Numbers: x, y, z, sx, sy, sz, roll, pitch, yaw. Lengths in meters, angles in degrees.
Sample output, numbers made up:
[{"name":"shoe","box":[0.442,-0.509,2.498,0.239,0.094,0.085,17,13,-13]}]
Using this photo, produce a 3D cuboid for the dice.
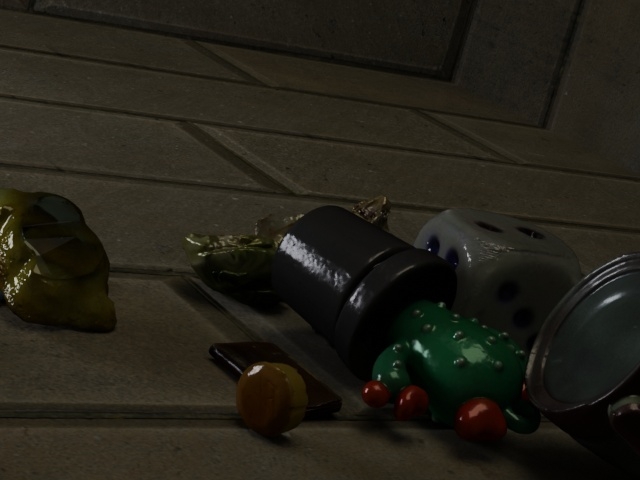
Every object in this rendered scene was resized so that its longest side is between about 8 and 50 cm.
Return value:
[{"name":"dice","box":[0.235,0.071,2.151,0.192,0.193,0.194,10,18,-26]}]

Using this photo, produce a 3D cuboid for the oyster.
[{"name":"oyster","box":[0.015,0.004,2.393,0.233,0.107,0.161,-21,41,-36]}]

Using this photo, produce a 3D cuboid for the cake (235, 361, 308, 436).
[{"name":"cake","box":[-0.055,0.175,1.711,0.084,0.084,0.044,26,15,34]}]

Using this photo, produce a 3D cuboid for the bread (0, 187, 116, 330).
[{"name":"bread","box":[-0.336,0.016,1.916,0.161,0.088,0.233,1,43,-34]}]

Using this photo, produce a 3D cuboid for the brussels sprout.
[{"name":"brussels sprout","box":[-0.108,0.037,2.128,0.181,0.100,0.139,2,10,-36]}]

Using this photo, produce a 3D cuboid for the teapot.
[{"name":"teapot","box":[0.429,0.213,1.802,0.312,0.233,0.315,38,28,-20]}]

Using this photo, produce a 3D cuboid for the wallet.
[{"name":"wallet","box":[-0.053,0.166,1.847,0.095,0.026,0.176,-3,22,-35]}]

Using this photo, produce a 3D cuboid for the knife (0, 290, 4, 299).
[{"name":"knife","box":[-0.382,0.059,1.933,0.044,0.019,0.313,26,21,27]}]

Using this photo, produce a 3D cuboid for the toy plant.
[{"name":"toy plant","box":[0.123,0.114,1.932,0.400,0.185,0.279,37,4,36]}]
